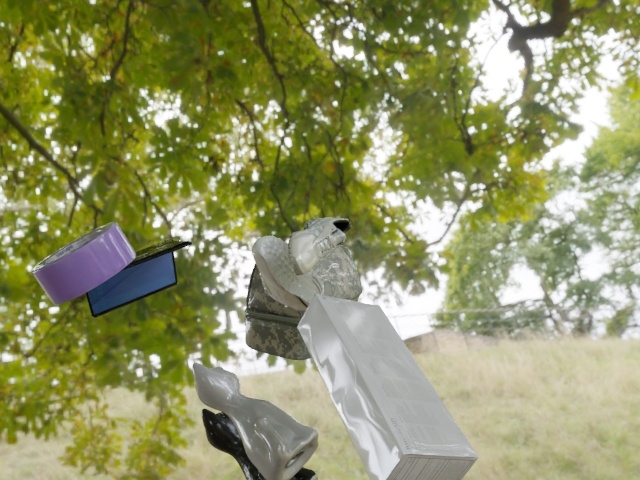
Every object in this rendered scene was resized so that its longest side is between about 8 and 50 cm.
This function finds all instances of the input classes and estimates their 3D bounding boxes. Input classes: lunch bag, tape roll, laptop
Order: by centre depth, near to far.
[{"bbox_3d":[-0.473,0.043,1.308,0.188,0.080,0.189,-26,15,8],"label":"tape roll"},{"bbox_3d":[-0.429,0.096,1.546,0.234,0.137,0.264,-23,13,-26],"label":"laptop"},{"bbox_3d":[-0.040,0.138,1.633,0.212,0.256,0.305,5,7,34],"label":"lunch bag"}]

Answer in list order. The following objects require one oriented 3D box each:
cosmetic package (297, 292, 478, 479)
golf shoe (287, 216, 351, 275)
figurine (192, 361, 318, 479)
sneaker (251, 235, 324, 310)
[{"bbox_3d":[0.061,0.158,0.708,0.098,0.239,0.061,16,-64,-31],"label":"cosmetic package"},{"bbox_3d":[0.000,0.000,1.173,0.085,0.069,0.176,-13,23,26],"label":"golf shoe"},{"bbox_3d":[-0.108,0.285,0.956,0.092,0.209,0.215,-39,-33,-32],"label":"figurine"},{"bbox_3d":[-0.081,0.075,1.294,0.094,0.090,0.235,-4,-37,29],"label":"sneaker"}]
